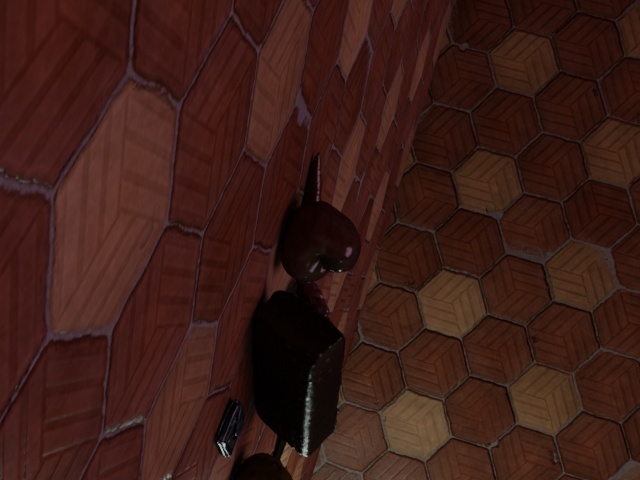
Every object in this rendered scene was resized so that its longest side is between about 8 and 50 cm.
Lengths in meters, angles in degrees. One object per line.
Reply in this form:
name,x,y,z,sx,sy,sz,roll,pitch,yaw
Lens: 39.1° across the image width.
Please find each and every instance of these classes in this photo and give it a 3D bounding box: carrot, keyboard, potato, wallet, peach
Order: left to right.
wallet,-0.162,0.347,1.661,0.129,0.026,0.088,88,21,-64
potato,-0.127,0.519,1.901,0.176,0.137,0.137,-47,-161,59
keyboard,-0.063,0.427,2.354,0.103,0.041,0.381,-50,155,-69
carrot,-0.016,-0.071,1.758,0.048,0.048,0.216,-54,154,-65
peach,0.000,0.000,1.689,0.152,0.152,0.152,17,90,-81

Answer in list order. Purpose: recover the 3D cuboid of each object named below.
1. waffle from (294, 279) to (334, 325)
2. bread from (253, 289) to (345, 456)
waffle,-0.011,0.195,1.918,0.234,0.055,0.221,-122,-152,-55
bread,-0.045,0.264,1.756,0.113,0.165,0.416,-44,157,-29
